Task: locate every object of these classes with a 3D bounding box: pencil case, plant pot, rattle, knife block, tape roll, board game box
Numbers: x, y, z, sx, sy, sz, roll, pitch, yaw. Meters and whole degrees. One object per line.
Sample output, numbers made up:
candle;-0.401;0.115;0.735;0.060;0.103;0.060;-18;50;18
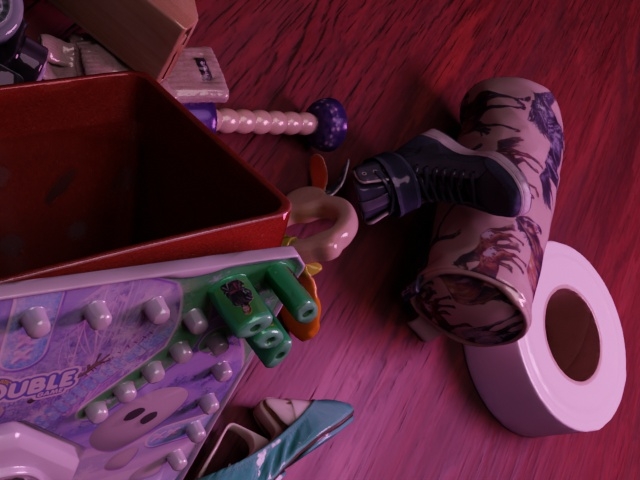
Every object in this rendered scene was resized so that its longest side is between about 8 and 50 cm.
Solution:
pencil case;0.236;-0.051;1.200;0.160;0.183;0.410;46;47;-31
plant pot;-0.211;0.037;0.670;0.267;0.267;0.236;-15;129;-32
rattle;0.000;0.000;1.044;0.143;0.130;0.200;59;19;-24
knife block;-0.265;-0.297;0.840;0.242;0.088;0.276;2;58;-31
tape roll;0.339;0.147;1.276;0.286;0.100;0.286;15;66;-37
board game box;-0.221;0.177;0.555;0.390;0.390;0.050;-7;49;-42

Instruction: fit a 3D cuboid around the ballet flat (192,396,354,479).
ballet flat;-0.056;0.219;0.911;0.087;0.083;0.247;53;45;4

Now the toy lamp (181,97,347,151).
toy lamp;-0.088;-0.139;1.006;0.274;0.080;0.080;-3;77;-44

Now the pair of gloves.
pair of gloves;-0.227;-0.230;0.906;0.204;0.042;0.240;-14;68;-39

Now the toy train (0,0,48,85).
toy train;-0.400;-0.184;0.705;0.334;0.142;0.190;28;68;-32

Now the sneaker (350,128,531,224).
sneaker;0.136;-0.060;1.051;0.163;0.226;0.086;-24;120;-22
